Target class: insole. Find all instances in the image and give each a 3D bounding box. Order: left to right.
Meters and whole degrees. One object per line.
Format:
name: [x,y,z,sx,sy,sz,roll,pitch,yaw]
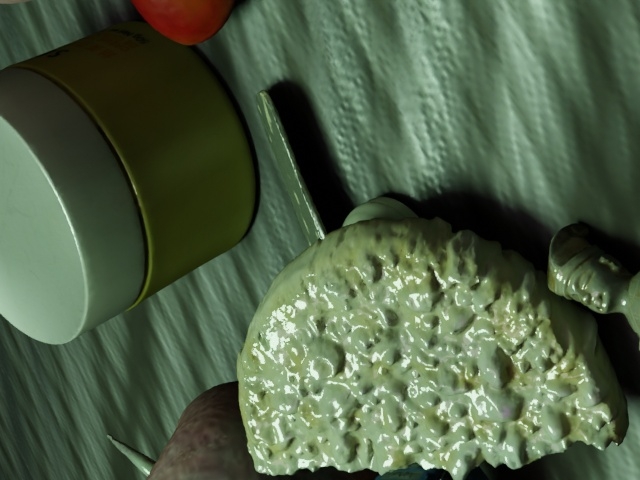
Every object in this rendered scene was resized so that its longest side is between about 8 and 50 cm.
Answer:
insole: [0.000,0.000,1.057,0.081,0.011,0.248,-157,45,-77]

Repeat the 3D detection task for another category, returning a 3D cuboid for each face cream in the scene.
face cream: [-0.188,-0.051,1.125,0.218,0.179,0.218,29,135,35]

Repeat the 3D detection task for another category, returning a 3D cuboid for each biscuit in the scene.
biscuit: [0.065,0.070,0.945,0.281,0.084,0.179,-6,105,26]

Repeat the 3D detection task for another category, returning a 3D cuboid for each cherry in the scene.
cherry: [-0.052,0.224,1.112,0.285,0.236,0.213,30,137,7]

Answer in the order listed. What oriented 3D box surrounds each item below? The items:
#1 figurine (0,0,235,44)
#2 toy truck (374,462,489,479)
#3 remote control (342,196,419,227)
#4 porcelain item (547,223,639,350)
figurine: [-0.166,-0.290,0.928,0.269,0.261,0.211,49,115,15]
toy truck: [0.119,0.241,1.021,0.074,0.088,0.201,-12,119,53]
remote control: [0.071,0.073,1.023,0.078,0.042,0.221,-1,113,49]
porcelain item: [0.221,0.052,0.822,0.213,0.054,0.084,31,134,35]
